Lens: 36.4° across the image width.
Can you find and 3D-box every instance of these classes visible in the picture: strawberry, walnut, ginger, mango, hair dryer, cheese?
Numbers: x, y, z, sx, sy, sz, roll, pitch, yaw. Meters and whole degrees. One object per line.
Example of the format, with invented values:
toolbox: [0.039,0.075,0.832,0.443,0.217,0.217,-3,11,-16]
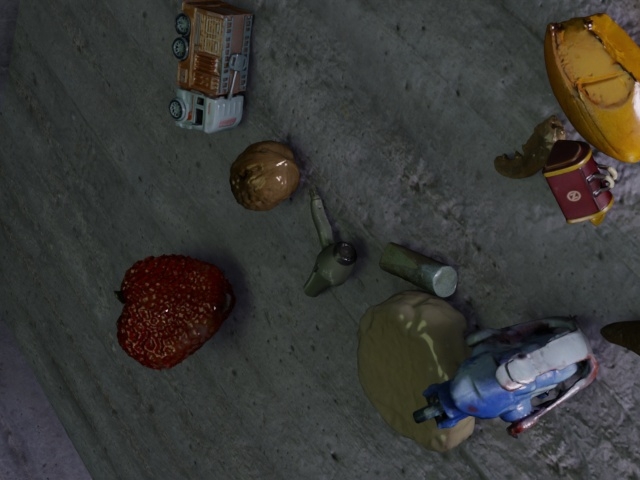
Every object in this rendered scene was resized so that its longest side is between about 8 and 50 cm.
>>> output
strawberry: [-0.364,0.184,2.524,0.351,0.267,0.312,-11,63,36]
walnut: [-0.124,-0.148,2.209,0.184,0.155,0.155,-32,76,55]
ginger: [0.364,-0.149,1.686,0.173,0.051,0.070,-37,70,48]
mango: [0.439,-0.237,1.506,0.154,0.126,0.252,-26,89,49]
hair dryer: [-0.003,0.031,2.186,0.225,0.088,0.219,62,145,37]
cheese: [0.201,0.260,1.948,0.326,0.115,0.318,60,145,11]

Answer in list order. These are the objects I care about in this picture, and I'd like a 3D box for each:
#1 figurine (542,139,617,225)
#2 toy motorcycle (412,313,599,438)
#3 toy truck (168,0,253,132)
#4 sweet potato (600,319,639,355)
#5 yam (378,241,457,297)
figurine: [0.436,-0.090,1.576,0.098,0.082,0.154,-8,131,39]
toy motorcycle: [0.315,0.213,1.648,0.182,0.319,0.241,48,142,33]
toy truck: [-0.250,-0.403,2.289,0.162,0.136,0.305,24,117,34]
sweet potato: [0.565,0.124,1.494,0.310,0.098,0.124,-49,43,48]
yam: [0.193,0.056,1.947,0.169,0.068,0.068,25,120,43]
